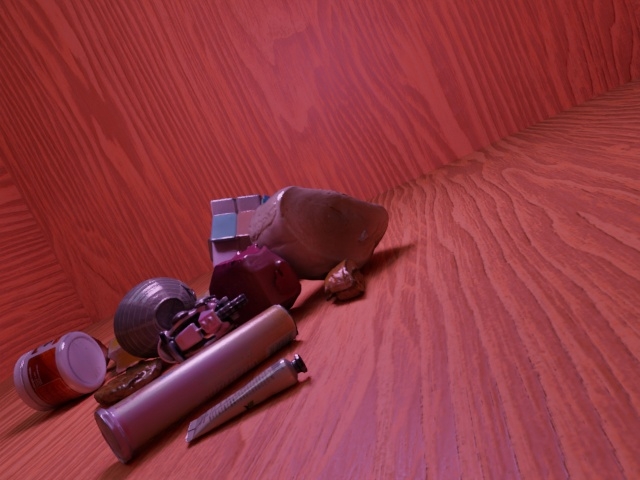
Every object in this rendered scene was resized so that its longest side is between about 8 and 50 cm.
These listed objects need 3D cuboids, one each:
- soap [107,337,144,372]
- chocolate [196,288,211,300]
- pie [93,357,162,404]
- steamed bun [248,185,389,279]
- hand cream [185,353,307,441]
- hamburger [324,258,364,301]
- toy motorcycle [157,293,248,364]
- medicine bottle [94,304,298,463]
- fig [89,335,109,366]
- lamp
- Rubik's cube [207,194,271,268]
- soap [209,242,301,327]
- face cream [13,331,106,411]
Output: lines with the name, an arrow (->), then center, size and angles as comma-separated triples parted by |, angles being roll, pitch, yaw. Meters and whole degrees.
soap -> -0.653, 0.368, 1.865 | 0.174, 0.089, 0.274 | -28, 9, -20
chocolate -> -0.359, 0.225, 1.730 | 0.309, 0.134, 0.134 | -27, 6, 25
pie -> -0.521, 0.385, 1.458 | 0.195, 0.046, 0.195 | -27, 6, 3
steamed bun -> 0.003, 0.004, 1.521 | 0.384, 0.236, 0.247 | 8, -23, -30
hand cream -> -0.131, 0.275, 0.933 | 0.234, 0.050, 0.080 | -31, 8, -3
hamburger -> 0.050, 0.102, 1.347 | 0.102, 0.087, 0.176 | -23, 10, 9
toy motorcycle -> -0.317, 0.236, 1.398 | 0.188, 0.143, 0.327 | -36, 2, -42
medicine bottle -> -0.230, 0.271, 1.077 | 0.426, 0.108, 0.108 | -29, 8, -37
fig -> -0.854, 0.457, 1.838 | 0.257, 0.159, 0.159 | -49, 12, -10
lamp -> -0.489, 0.227, 1.589 | 0.233, 0.233, 0.265 | -16, 41, 52
Rubik's cube -> -0.232, 0.018, 1.922 | 0.359, 0.367, 0.387 | -9, 6, -3
soap -> -0.183, 0.131, 1.470 | 0.325, 0.220, 0.127 | -16, 21, 50
face cream -> -0.808, 0.408, 1.664 | 0.187, 0.200, 0.201 | -25, 7, 10
